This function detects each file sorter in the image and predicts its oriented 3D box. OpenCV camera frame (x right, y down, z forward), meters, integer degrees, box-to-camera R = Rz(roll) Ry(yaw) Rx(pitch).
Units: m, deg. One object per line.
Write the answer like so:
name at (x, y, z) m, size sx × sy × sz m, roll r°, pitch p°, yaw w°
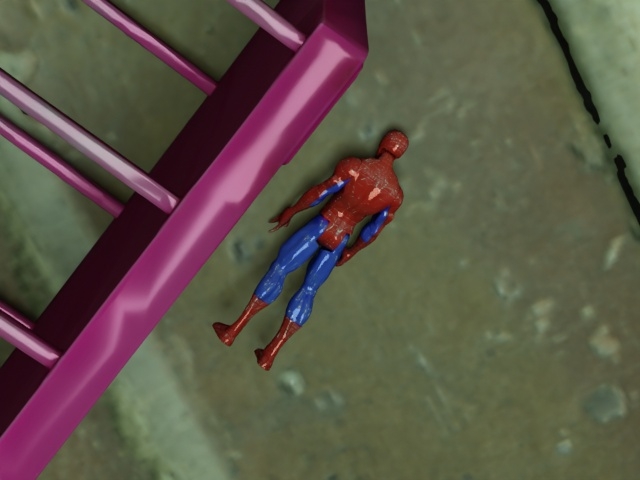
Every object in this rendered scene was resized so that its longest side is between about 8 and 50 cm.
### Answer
file sorter at (-0.141, -0.027, 0.678) m, size 0.182 × 0.202 × 0.291 m, roll 36°, pitch 104°, yaw -10°

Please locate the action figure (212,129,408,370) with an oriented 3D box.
action figure at (0.000, 0.000, 0.781) m, size 0.038 × 0.030 × 0.115 m, roll 36°, pitch 99°, yaw -19°
